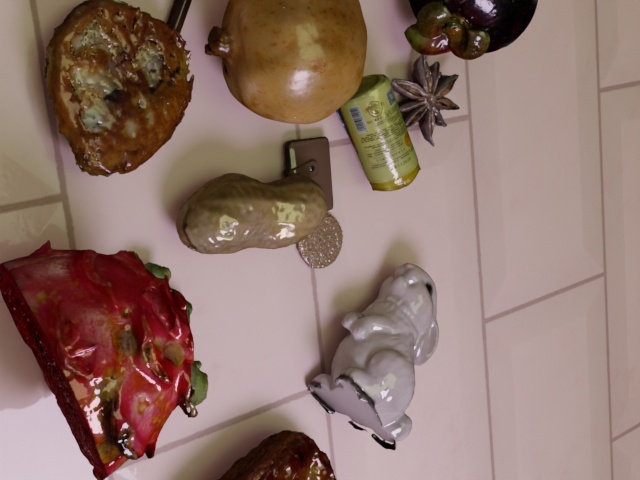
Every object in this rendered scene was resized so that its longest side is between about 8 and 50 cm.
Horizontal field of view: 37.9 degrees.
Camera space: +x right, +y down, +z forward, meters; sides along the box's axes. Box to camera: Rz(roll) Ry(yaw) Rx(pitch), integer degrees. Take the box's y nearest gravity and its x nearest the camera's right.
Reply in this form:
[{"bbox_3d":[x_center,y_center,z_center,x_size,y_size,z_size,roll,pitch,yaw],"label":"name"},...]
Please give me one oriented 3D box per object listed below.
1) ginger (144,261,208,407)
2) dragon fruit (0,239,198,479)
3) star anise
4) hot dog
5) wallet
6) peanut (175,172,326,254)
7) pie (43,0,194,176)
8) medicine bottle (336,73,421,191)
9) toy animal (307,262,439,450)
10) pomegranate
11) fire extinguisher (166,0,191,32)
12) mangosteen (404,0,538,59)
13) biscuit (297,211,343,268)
[{"bbox_3d":[-0.277,0.177,1.666,0.137,0.089,0.290,-31,112,-52],"label":"ginger"},{"bbox_3d":[-0.326,0.159,1.431,0.249,0.386,0.371,-25,85,-22],"label":"dragon fruit"},{"bbox_3d":[0.219,-0.303,2.013,0.195,0.065,0.182,27,84,-37],"label":"star anise"},{"bbox_3d":[-0.118,0.539,1.786,0.387,0.174,0.267,-38,116,-28],"label":"hot dog"},{"bbox_3d":[-0.021,-0.128,1.858,0.118,0.039,0.153,-15,107,-39],"label":"wallet"},{"bbox_3d":[-0.119,-0.050,1.722,0.313,0.149,0.149,-4,99,-33],"label":"peanut"},{"bbox_3d":[-0.338,-0.264,1.552,0.308,0.085,0.308,-4,95,-42],"label":"pie"},{"bbox_3d":[0.121,-0.214,1.911,0.124,0.124,0.239,-39,119,-28],"label":"medicine bottle"},{"bbox_3d":[0.149,0.226,1.964,0.258,0.194,0.357,52,56,-20],"label":"toy animal"},{"bbox_3d":[-0.044,-0.349,1.667,0.307,0.307,0.307,-6,100,-38],"label":"pomegranate"},{"bbox_3d":[-0.241,-0.451,1.642,0.049,0.035,0.173,18,83,-1],"label":"fire extinguisher"},{"bbox_3d":[0.308,-0.506,1.921,0.288,0.288,0.288,-6,100,-38],"label":"mangosteen"},{"bbox_3d":[0.000,0.000,1.907,0.120,0.015,0.120,-6,99,-39],"label":"biscuit"}]
